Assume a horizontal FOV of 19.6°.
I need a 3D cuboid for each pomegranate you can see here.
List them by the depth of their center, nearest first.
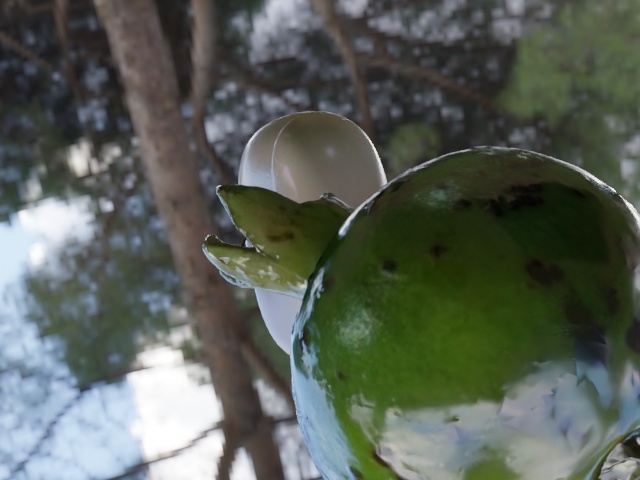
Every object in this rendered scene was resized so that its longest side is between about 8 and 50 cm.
[{"bbox_3d":[0.060,0.040,0.941,0.263,0.211,0.211,34,-130,22],"label":"pomegranate"}]

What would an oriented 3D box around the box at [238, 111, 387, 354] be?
[{"bbox_3d":[0.000,0.000,1.434,0.088,0.200,0.146,-14,-173,-29],"label":"box"}]
